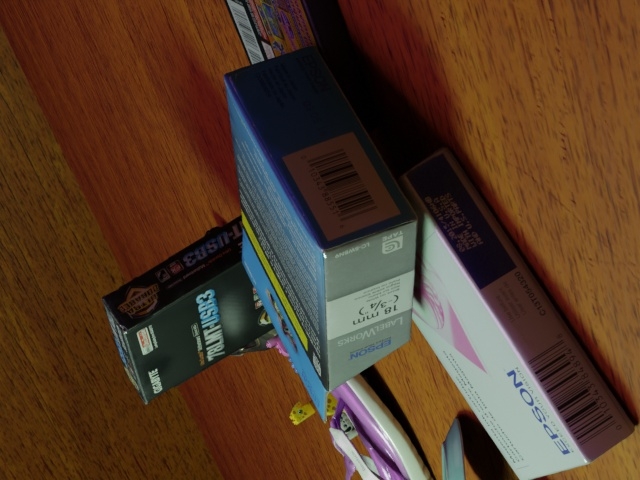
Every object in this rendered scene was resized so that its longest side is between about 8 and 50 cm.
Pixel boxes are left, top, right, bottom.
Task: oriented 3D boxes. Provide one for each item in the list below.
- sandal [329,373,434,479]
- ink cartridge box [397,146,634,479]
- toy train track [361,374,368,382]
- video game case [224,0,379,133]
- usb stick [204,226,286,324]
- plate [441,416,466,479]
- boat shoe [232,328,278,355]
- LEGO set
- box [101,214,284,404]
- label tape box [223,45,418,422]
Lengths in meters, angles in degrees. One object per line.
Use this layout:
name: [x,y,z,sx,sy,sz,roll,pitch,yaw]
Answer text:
sandal: [0.089,0.346,2.206,0.416,0.102,0.169,60,164,-17]
ink cartridge box: [0.159,0.095,1.549,0.324,0.071,0.330,56,164,7]
toy train track: [0.053,0.208,2.241,0.048,0.014,0.083,60,165,-6]
video game case: [-0.049,-0.261,1.579,0.248,0.035,0.275,38,154,55]
usb stick: [-0.112,0.055,2.412,0.278,0.045,0.077,38,154,53]
plate: [0.167,0.315,1.870,0.188,0.024,0.188,-4,-90,-88]
boat shoe: [-0.161,0.157,2.614,0.132,0.130,0.355,59,166,-2]
LEGO set: [-0.017,0.235,2.370,0.227,0.093,0.087,55,166,11]
box: [-0.151,0.086,2.108,0.073,0.293,0.295,52,164,21]
label tape box: [0.000,0.000,1.556,0.334,0.106,0.241,88,157,-56]
